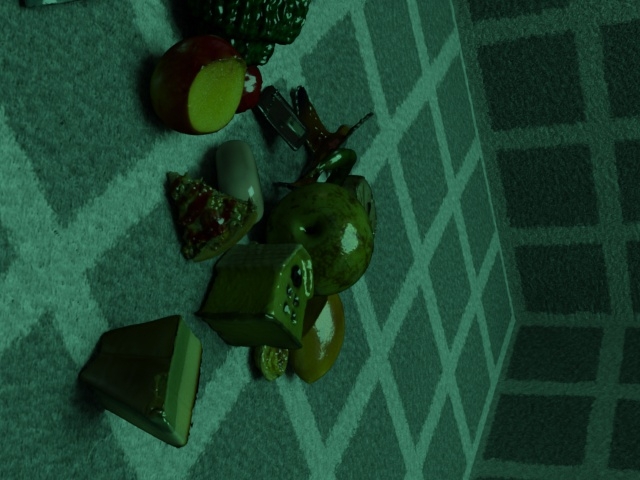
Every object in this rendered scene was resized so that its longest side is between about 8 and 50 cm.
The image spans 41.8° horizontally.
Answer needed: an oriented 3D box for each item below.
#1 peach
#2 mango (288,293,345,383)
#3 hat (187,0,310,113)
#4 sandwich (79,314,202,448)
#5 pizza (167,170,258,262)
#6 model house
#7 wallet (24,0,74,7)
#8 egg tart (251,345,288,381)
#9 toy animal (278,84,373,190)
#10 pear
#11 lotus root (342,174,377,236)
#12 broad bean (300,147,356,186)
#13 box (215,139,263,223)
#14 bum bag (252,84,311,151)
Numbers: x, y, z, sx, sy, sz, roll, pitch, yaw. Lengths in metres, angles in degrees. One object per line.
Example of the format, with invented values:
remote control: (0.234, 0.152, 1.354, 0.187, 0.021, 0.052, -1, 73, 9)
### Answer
peach: (-0.233, -0.300, 1.634, 0.190, 0.192, 0.190, 15, 71, -51)
mango: (-0.013, 0.233, 2.106, 0.154, 0.126, 0.252, 27, 64, -47)
hat: (-0.172, -0.441, 1.790, 0.274, 0.242, 0.332, -5, 117, -42)
sandwich: (-0.311, 0.253, 1.435, 0.220, 0.186, 0.108, -90, 159, -45)
pizza: (-0.240, -0.060, 1.682, 0.199, 0.188, 0.062, 46, 16, -11)
model house: (-0.130, 0.099, 1.809, 0.175, 0.193, 0.234, 45, 49, -50)
wallet: (-0.425, -0.533, 1.421, 0.290, 0.054, 0.251, -43, 127, -58)
egg tart: (-0.120, 0.265, 1.967, 0.130, 0.052, 0.130, 2, 88, -64)
toy animal: (0.016, -0.211, 2.206, 0.284, 0.225, 0.302, -65, 159, -10)
pear: (0.000, 0.000, 1.995, 0.283, 0.283, 0.283, 9, 80, -63)
lotus root: (0.110, -0.068, 2.439, 0.170, 0.074, 0.260, -48, 131, -58)
broad bean: (0.031, -0.173, 2.088, 0.049, 0.144, 0.292, 52, 3, 11)
box: (-0.173, -0.123, 1.790, 0.146, 0.088, 0.200, 79, -3, -47)
bum bag: (-0.093, -0.295, 2.033, 0.159, 0.026, 0.109, 49, 39, -13)
